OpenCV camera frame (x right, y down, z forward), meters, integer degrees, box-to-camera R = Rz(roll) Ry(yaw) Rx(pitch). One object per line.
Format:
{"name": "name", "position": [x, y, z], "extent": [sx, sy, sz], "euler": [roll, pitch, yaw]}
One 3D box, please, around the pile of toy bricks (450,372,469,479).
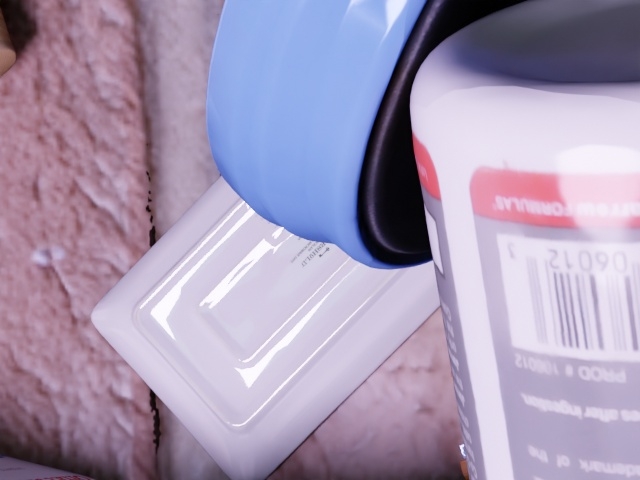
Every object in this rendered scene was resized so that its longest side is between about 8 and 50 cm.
{"name": "pile of toy bricks", "position": [0.136, 0.128, 0.987], "extent": [0.118, 0.105, 0.212], "euler": [-24, 81, 13]}

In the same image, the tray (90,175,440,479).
{"name": "tray", "position": [0.000, 0.000, 1.071], "extent": [0.270, 0.030, 0.145], "euler": [-46, 76, 9]}

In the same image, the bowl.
{"name": "bowl", "position": [0.110, -0.150, 0.860], "extent": [0.077, 0.391, 0.391], "euler": [39, 97, 18]}

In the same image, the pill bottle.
{"name": "pill bottle", "position": [0.162, 0.089, 0.736], "extent": [0.210, 0.210, 0.363], "euler": [-5, 109, 15]}

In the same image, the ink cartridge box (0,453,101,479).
{"name": "ink cartridge box", "position": [-0.228, 0.155, 1.068], "extent": [0.190, 0.139, 0.082], "euler": [11, 88, 15]}

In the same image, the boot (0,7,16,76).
{"name": "boot", "position": [-0.336, -0.137, 1.144], "extent": [0.295, 0.104, 0.211], "euler": [-29, 75, 7]}
